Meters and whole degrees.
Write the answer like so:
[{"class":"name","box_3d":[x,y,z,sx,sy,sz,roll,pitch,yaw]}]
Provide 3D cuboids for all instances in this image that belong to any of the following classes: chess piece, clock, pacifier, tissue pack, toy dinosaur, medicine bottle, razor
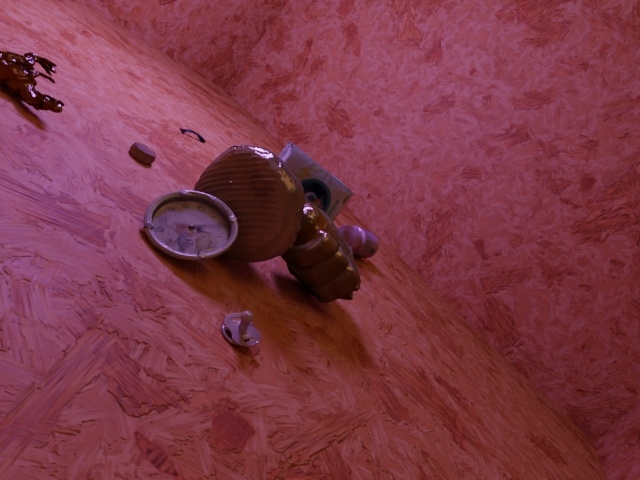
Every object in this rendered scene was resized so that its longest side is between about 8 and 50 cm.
[{"class":"chess piece","box_3d":[-0.582,-0.286,1.530,0.084,0.038,0.083,36,14,-11]},{"class":"clock","box_3d":[-0.335,-0.033,1.208,0.237,0.053,0.236,13,46,-14]},{"class":"pacifier","box_3d":[-0.175,0.190,1.044,0.082,0.078,0.099,-5,44,-42]},{"class":"tissue pack","box_3d":[-0.074,-0.239,2.232,0.388,0.287,0.162,35,3,-23]},{"class":"toy dinosaur","box_3d":[-0.867,-0.488,1.291,0.432,0.097,0.208,36,23,-5]},{"class":"medicine bottle","box_3d":[0.195,0.004,2.489,0.152,0.152,0.255,49,16,30]},{"class":"razor","box_3d":[-0.592,-0.497,2.197,0.044,0.028,0.155,48,16,29]}]

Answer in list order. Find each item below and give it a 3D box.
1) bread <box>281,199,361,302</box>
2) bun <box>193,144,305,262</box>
[{"class":"bread","box_3d":[-0.026,0.036,1.549,0.341,0.210,0.300,53,10,-40]},{"class":"bun","box_3d":[-0.207,-0.098,1.385,0.362,0.326,0.234,61,-3,19]}]
